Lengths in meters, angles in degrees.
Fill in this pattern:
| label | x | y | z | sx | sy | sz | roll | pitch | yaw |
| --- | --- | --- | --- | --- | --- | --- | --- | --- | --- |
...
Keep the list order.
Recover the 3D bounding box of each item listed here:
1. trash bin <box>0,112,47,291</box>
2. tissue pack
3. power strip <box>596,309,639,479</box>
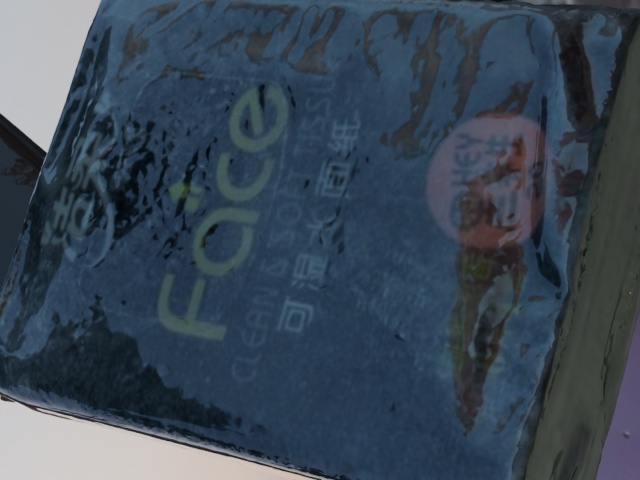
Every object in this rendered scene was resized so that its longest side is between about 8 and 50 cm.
| label | x | y | z | sx | sy | sz | roll | pitch | yaw |
| --- | --- | --- | --- | --- | --- | --- | --- | --- | --- |
| trash bin | -0.289 | -0.015 | 1.295 | 0.225 | 0.165 | 0.115 | 42 | 167 | 20 |
| tissue pack | 0.000 | 0.000 | 0.727 | 0.103 | 0.316 | 0.228 | 31 | -108 | -52 |
| power strip | 0.210 | 0.107 | 1.005 | 0.037 | 0.109 | 0.279 | -35 | -39 | -54 |
